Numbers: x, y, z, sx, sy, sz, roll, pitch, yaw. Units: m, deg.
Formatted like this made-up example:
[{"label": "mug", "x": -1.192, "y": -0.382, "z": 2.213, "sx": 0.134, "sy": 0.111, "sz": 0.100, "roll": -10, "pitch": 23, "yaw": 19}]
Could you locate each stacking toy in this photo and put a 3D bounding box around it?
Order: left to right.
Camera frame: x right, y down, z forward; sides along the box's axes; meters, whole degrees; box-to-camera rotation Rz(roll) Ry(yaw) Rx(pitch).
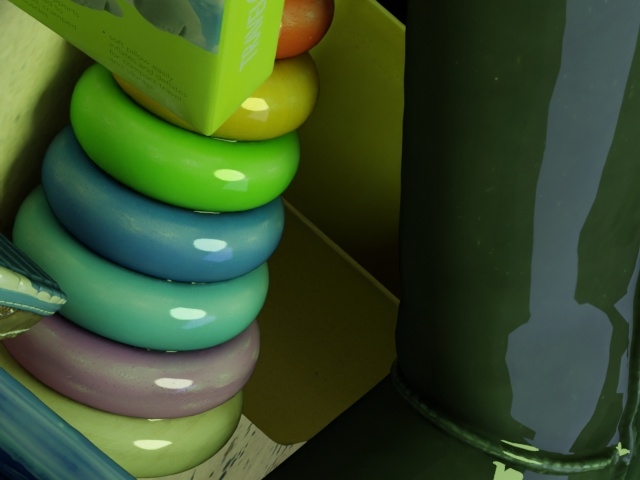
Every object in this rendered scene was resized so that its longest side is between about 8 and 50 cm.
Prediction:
[{"label": "stacking toy", "x": -0.055, "y": -0.058, "z": 0.681, "sx": 0.141, "sy": 0.141, "sz": 0.330, "roll": -40, "pitch": 156, "yaw": -61}]

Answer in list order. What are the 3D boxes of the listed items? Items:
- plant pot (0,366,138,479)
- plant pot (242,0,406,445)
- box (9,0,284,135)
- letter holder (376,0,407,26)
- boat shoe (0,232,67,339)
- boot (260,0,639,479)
[{"label": "plant pot", "x": -0.179, "y": 0.150, "z": 0.411, "sx": 0.236, "sy": 0.236, "sz": 0.212, "roll": -50, "pitch": 175, "yaw": -34}, {"label": "plant pot", "x": 0.000, "y": 0.000, "z": 0.948, "sx": 0.187, "sy": 0.212, "sz": 0.212, "roll": -49, "pitch": 178, "yaw": 40}, {"label": "box", "x": -0.059, "y": -0.118, "z": 0.477, "sx": 0.042, "sy": 0.109, "sz": 0.178, "roll": -51, "pitch": 169, "yaw": -27}, {"label": "letter holder", "x": 0.169, "y": -0.248, "z": 1.105, "sx": 0.302, "sy": 0.152, "sz": 0.214, "roll": -43, "pitch": 161, "yaw": -57}, {"label": "boat shoe", "x": -0.162, "y": 0.019, "z": 0.578, "sx": 0.066, "sy": 0.066, "sz": 0.183, "roll": -53, "pitch": 161, "yaw": 3}, {"label": "boot", "x": 0.055, "y": -0.002, "z": 0.635, "sx": 0.367, "sy": 0.146, "sz": 0.445, "roll": -26, "pitch": 136, "yaw": -41}]
